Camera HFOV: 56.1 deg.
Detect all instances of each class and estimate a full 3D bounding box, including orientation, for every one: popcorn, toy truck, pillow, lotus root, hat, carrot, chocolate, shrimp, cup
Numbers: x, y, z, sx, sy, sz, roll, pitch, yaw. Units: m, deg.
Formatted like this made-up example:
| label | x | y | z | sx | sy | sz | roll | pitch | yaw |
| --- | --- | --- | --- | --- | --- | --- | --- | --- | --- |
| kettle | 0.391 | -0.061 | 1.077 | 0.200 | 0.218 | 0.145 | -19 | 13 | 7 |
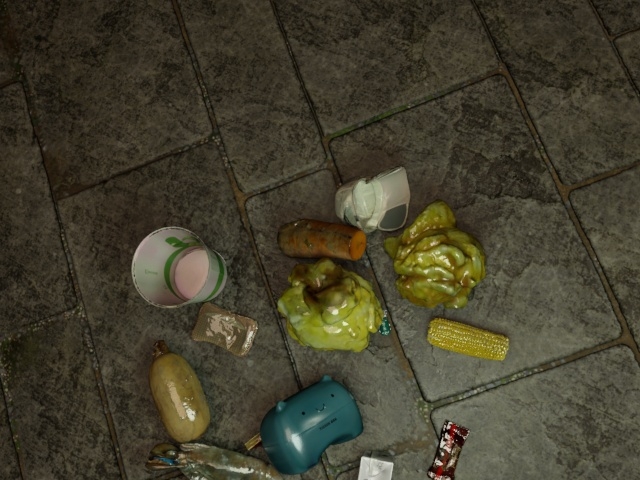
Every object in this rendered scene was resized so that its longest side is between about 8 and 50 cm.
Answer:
| label | x | y | z | sx | sy | sz | roll | pitch | yaw |
| --- | --- | --- | --- | --- | --- | --- | --- | --- | --- |
| popcorn | 0.342 | 0.042 | 1.810 | 0.321 | 0.290 | 0.325 | 11 | 100 | 9 |
| toy truck | 0.200 | 0.260 | 1.909 | 0.039 | 0.044 | 0.083 | -12 | 78 | 4 |
| pillow | -0.317 | 0.295 | 1.994 | 0.211 | 0.034 | 0.135 | 18 | 81 | 11 |
| lotus root | -0.465 | 0.477 | 1.914 | 0.151 | 0.169 | 0.342 | -21 | 77 | -32 |
| hat | 0.171 | -0.141 | 1.931 | 0.275 | 0.232 | 0.161 | -29 | 41 | -13 |
| popcorn | 0.037 | 0.200 | 1.836 | 0.312 | 0.312 | 0.312 | -2 | 79 | 9 |
| carrot | 0.000 | 0.000 | 1.911 | 0.302 | 0.139 | 0.138 | 8 | 80 | 33 |
| chocolate | 0.386 | 0.644 | 1.815 | 0.086 | 0.028 | 0.182 | 22 | 82 | 10 |
| shrimp | -0.318 | 0.738 | 1.849 | 0.446 | 0.110 | 0.221 | 24 | 95 | -3 |
| cup | -0.429 | 0.101 | 1.927 | 0.253 | 0.274 | 0.253 | -2 | 80 | 11 |

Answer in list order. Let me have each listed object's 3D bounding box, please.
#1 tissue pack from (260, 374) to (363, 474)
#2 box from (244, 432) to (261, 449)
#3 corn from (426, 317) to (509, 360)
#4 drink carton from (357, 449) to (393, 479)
| label | x | y | z | sx | sy | sz | roll | pitch | yaw |
| --- | --- | --- | --- | --- | --- | --- | --- | --- | --- |
| tissue pack | -0.033 | 0.535 | 1.771 | 0.287 | 0.198 | 0.206 | -20 | 80 | -36 |
| box | -0.176 | 0.607 | 1.859 | 0.090 | 0.133 | 0.023 | -35 | 73 | 0 |
| corn | 0.447 | 0.303 | 1.835 | 0.244 | 0.093 | 0.093 | 14 | 82 | 12 |
| drink carton | 0.156 | 0.747 | 1.778 | 0.102 | 0.134 | 0.222 | 9 | 80 | 12 |
